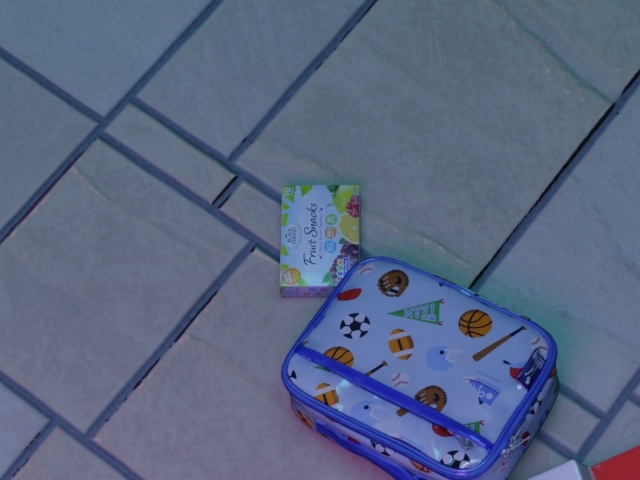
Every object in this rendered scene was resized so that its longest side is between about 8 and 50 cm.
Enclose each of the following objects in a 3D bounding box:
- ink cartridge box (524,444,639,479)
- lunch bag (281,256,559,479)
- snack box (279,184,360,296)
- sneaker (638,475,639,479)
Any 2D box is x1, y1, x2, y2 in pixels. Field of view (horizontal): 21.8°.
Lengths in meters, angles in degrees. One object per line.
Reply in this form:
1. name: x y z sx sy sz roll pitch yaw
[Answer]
1. ink cartridge box: 0.331 0.371 1.841 0.239 0.060 0.275 -28 64 19
2. lunch bag: 0.120 0.168 1.944 0.303 0.115 0.243 25 61 25
3. snack box: 0.000 0.000 2.091 0.100 0.037 0.141 -1 65 3
4. sneaker: 0.465 0.357 1.882 0.262 0.099 0.121 16 74 18
